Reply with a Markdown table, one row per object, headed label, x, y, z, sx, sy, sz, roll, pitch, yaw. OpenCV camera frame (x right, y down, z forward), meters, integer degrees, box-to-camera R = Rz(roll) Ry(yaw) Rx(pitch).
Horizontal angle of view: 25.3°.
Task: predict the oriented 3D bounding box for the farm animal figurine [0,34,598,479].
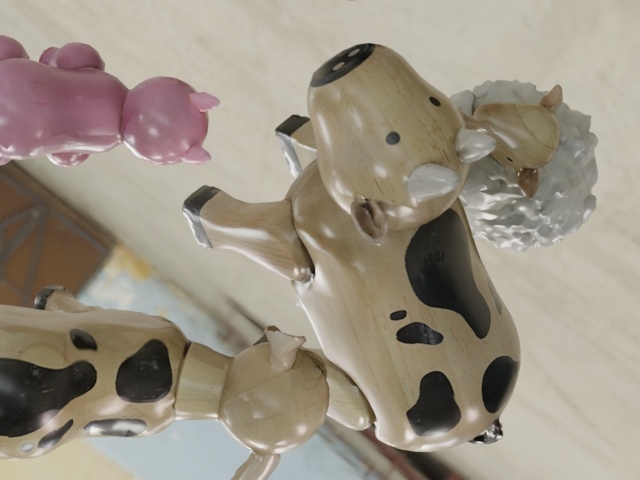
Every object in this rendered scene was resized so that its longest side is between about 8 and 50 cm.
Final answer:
| label | x | y | z | sx | sy | sz | roll | pitch | yaw |
| --- | --- | --- | --- | --- | --- | --- | --- | --- | --- |
| farm animal figurine | 0.000 | 0.000 | 0.645 | 0.172 | 0.330 | 0.327 | 20 | 159 | 45 |
